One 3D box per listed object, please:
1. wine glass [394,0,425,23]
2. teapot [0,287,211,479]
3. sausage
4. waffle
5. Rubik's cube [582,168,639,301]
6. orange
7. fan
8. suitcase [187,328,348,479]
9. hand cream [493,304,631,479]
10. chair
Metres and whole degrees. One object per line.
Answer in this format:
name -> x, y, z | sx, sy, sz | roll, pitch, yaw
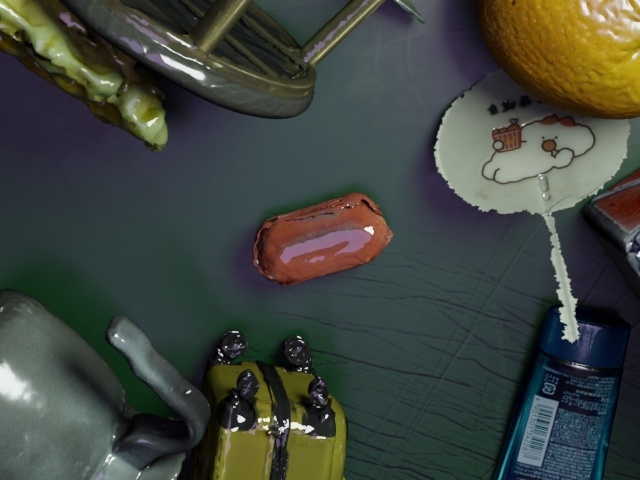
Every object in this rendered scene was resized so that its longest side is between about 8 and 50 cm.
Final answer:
wine glass -> 0.129, -0.313, 1.516 | 0.093, 0.093, 0.202 | 40, 99, -6
teapot -> -0.231, 0.176, 1.543 | 0.285, 0.223, 0.305 | 35, 106, -14
sausage -> 0.000, 0.000, 1.581 | 0.141, 0.076, 0.076 | -19, 99, 2
waffle -> -0.256, -0.192, 1.440 | 0.317, 0.297, 0.073 | 38, 90, -14
Rubik's cube -> 0.434, 0.019, 1.490 | 0.259, 0.255, 0.260 | -35, 98, 7
orange -> 0.268, -0.230, 1.437 | 0.264, 0.264, 0.264 | 0, 100, 0
fan -> 0.211, -0.043, 1.495 | 0.191, 0.009, 0.329 | -14, 55, 9
suitcase -> -0.050, 0.224, 1.559 | 0.143, 0.194, 0.234 | 6, 101, -11
hand cream -> 0.246, 0.202, 1.627 | 0.120, 0.061, 0.270 | 11, 105, 0
chair -> -0.041, -0.351, 1.351 | 0.365, 0.362, 0.410 | 40, 108, 18
